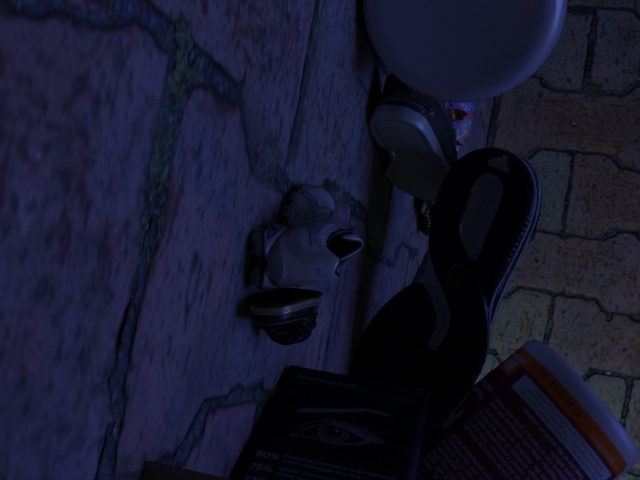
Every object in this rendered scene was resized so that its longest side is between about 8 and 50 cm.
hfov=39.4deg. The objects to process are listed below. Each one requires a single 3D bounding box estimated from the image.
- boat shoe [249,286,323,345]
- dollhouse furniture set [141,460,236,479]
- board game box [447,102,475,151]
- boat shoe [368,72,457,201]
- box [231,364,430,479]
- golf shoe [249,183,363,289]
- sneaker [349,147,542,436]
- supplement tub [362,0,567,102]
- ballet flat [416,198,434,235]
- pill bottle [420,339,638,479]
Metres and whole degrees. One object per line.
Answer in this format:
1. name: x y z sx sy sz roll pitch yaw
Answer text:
1. boat shoe: -0.027 0.070 0.800 0.152 0.056 0.049 0 93 -76
2. dollhouse furniture set: -0.071 0.258 0.588 0.144 0.123 0.151 82 21 -48
3. board game box: 0.189 -0.209 1.350 0.169 0.033 0.133 30 74 -36
4. boat shoe: 0.142 -0.138 1.249 0.305 0.109 0.091 53 51 -66
5. box: 0.012 0.228 0.843 0.207 0.153 0.108 -58 153 -57
6. golf shoe: 0.000 0.000 0.809 0.176 0.086 0.069 -58 151 -62
7. sneaker: 0.211 0.083 1.287 0.257 0.169 0.447 -9 125 -64
8. supplement tub: 0.192 -0.316 1.099 0.316 0.228 0.228 -56 151 -60
9. ballet flat: 0.208 -0.063 1.676 0.173 0.049 0.057 71 29 -61
10. pill bottle: 0.228 0.344 1.271 0.392 0.224 0.224 -39 161 0
